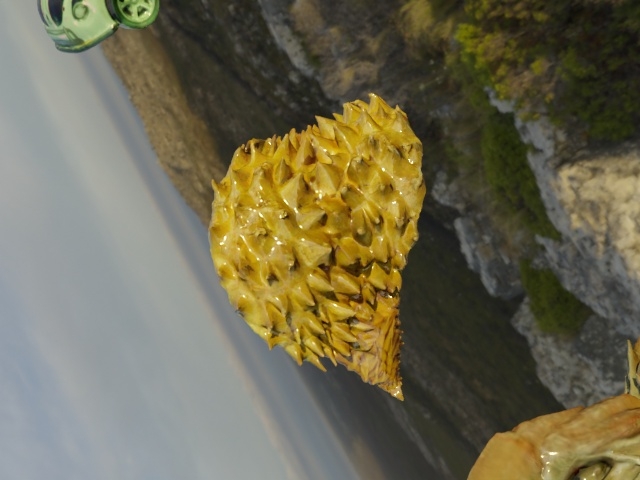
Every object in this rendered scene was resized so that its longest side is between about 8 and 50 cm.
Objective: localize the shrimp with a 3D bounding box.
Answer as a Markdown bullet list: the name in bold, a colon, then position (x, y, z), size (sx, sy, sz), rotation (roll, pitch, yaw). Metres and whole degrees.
- **shrimp**: position (0.189, 0.168, 0.498), size (0.168, 0.317, 0.077), rotation (27, 152, -3)

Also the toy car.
- **toy car**: position (-0.190, -0.332, 0.727), size (0.136, 0.305, 0.125), rotation (21, 160, 47)

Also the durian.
- **durian**: position (-0.009, -0.012, 0.668), size (0.185, 0.196, 0.305), rotation (134, 141, -63)
